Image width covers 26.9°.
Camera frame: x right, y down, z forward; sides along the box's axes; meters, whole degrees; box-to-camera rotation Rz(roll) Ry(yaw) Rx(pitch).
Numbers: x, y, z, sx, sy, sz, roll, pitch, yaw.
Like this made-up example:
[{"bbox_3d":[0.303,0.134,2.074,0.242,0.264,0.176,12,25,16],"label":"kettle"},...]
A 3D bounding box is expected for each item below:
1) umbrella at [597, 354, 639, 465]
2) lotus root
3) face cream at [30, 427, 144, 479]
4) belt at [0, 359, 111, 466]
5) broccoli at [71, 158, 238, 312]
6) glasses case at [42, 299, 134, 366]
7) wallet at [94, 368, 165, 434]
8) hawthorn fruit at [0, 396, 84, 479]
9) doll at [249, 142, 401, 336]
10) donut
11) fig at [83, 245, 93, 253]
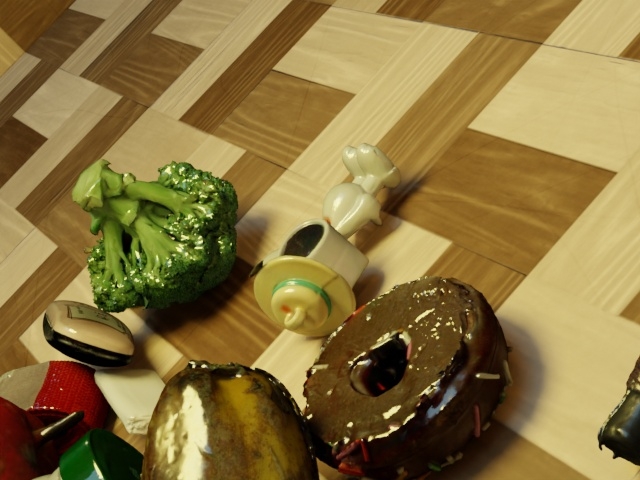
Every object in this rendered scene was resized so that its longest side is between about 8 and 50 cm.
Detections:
[{"bbox_3d":[0.365,0.073,1.281,0.326,0.094,0.090,-52,16,-17],"label":"umbrella"},{"bbox_3d":[-0.091,0.306,1.385,0.196,0.179,0.397,-2,60,-5],"label":"lotus root"},{"bbox_3d":[-0.326,0.408,1.550,0.357,0.219,0.312,-42,18,4],"label":"face cream"},{"bbox_3d":[-0.399,0.249,1.957,0.201,0.128,0.124,-16,36,24],"label":"belt"},{"bbox_3d":[-0.254,-0.011,1.982,0.270,0.270,0.270,-28,41,28],"label":"broccoli"},{"bbox_3d":[-0.348,0.138,1.993,0.314,0.122,0.075,-169,97,-76],"label":"glasses case"},{"bbox_3d":[-0.247,0.222,1.854,0.190,0.095,0.033,33,119,59],"label":"wallet"},{"bbox_3d":[-0.464,0.332,1.785,0.369,0.284,0.284,-34,29,0],"label":"hawthorn fruit"},{"bbox_3d":[0.013,-0.007,1.772,0.271,0.144,0.208,-51,20,-5],"label":"doll"},{"bbox_3d":[0.096,0.159,1.492,0.270,0.103,0.269,-33,29,21],"label":"donut"},{"bbox_3d":[-0.320,0.042,2.140,0.089,0.125,0.089,-36,27,22],"label":"fig"}]
